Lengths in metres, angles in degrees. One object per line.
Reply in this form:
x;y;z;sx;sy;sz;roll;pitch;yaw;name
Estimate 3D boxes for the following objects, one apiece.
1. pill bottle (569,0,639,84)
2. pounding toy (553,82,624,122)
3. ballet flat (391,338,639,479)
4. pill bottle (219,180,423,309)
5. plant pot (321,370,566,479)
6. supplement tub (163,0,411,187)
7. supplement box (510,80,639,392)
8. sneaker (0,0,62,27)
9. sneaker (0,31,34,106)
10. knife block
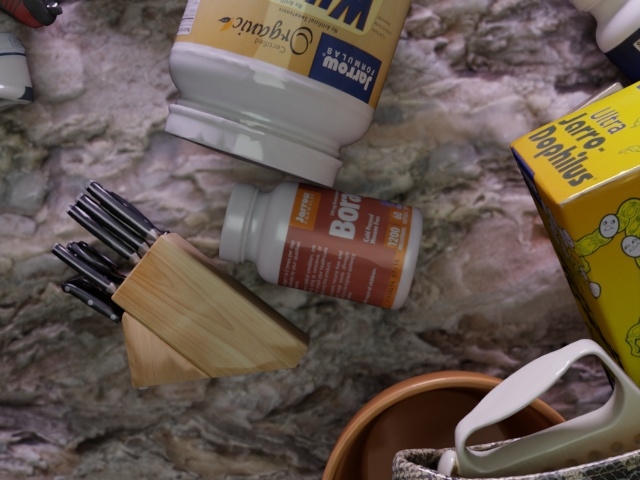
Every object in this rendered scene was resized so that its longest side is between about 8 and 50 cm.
0.404;-0.228;0.996;0.153;0.153;0.265;-45;91;2;pill bottle
0.340;-0.106;1.041;0.141;0.100;0.130;-35;91;13;pounding toy
0.288;0.166;0.803;0.482;0.164;0.182;-21;92;8;ballet flat
0.000;0.000;1.026;0.216;0.121;0.121;12;93;-1;pill bottle
0.140;0.274;0.997;0.290;0.203;0.291;0;93;0;plant pot
-0.028;-0.234;0.963;0.228;0.228;0.316;18;93;0;supplement tub
0.366;0.037;0.930;0.195;0.194;0.357;-25;111;8;supplement box
-0.418;-0.327;1.028;0.276;0.097;0.135;45;92;1;sneaker
-0.457;-0.158;1.037;0.258;0.094;0.091;-20;88;1;sneaker
-0.161;0.040;1.046;0.275;0.088;0.242;-7;93;1;knife block
